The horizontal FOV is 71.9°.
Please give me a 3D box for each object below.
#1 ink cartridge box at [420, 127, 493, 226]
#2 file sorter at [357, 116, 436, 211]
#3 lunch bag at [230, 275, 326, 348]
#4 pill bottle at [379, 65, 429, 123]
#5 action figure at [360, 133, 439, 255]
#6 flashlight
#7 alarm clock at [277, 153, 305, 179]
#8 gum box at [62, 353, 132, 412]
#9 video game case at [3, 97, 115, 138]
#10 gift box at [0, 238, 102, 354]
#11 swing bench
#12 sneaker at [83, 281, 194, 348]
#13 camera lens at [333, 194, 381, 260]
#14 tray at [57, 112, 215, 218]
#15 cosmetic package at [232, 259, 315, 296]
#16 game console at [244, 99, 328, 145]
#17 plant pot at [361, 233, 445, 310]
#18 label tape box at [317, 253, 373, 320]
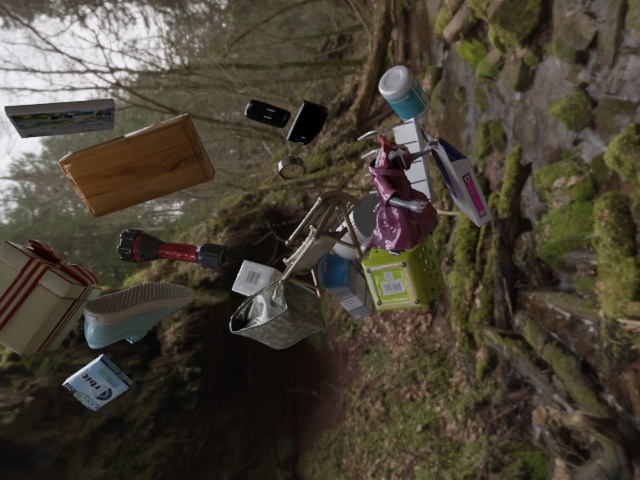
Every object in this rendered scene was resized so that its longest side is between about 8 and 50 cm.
[{"bbox_3d":[0.456,-0.220,1.477,0.371,0.069,0.176,49,-169,-36],"label":"ink cartridge box"},{"bbox_3d":[0.250,-0.248,1.505,0.193,0.172,0.278,-161,57,-79],"label":"file sorter"},{"bbox_3d":[-0.164,0.287,1.636,0.235,0.286,0.169,35,-148,-44],"label":"lunch bag"},{"bbox_3d":[0.372,-0.610,1.892,0.264,0.146,0.146,33,-138,-46],"label":"pill bottle"},{"bbox_3d":[0.222,-0.155,1.333,0.248,0.275,0.370,-57,-48,-39],"label":"action figure"},{"bbox_3d":[-0.443,0.032,1.331,0.103,0.303,0.103,-79,-5,-47],"label":"flashlight"},{"bbox_3d":[-0.135,-0.357,2.092,0.192,0.129,0.064,112,151,-64],"label":"alarm clock"},{"bbox_3d":[-0.827,0.532,1.640,0.157,0.184,0.041,53,-173,-18],"label":"gum box"},{"bbox_3d":[-0.926,-0.441,1.602,0.299,0.328,0.036,-6,97,64],"label":"video game case"},{"bbox_3d":[-0.826,0.151,1.287,0.258,0.255,0.276,-57,5,-11],"label":"gift box"},{"bbox_3d":[0.000,0.000,1.410,0.253,0.165,0.255,-51,26,41],"label":"swing bench"},{"bbox_3d":[-0.554,0.229,1.359,0.365,0.135,0.150,-9,-61,-55],"label":"sneaker"},{"bbox_3d":[0.169,-0.048,1.847,0.274,0.219,0.220,139,129,-64],"label":"camera lens"},{"bbox_3d":[-0.563,-0.226,1.375,0.076,0.410,0.203,-103,-6,-59],"label":"tray"},{"bbox_3d":[-0.205,0.233,2.041,0.365,0.196,0.155,39,-113,-51],"label":"cosmetic package"},{"bbox_3d":[-0.158,-0.562,2.009,0.213,0.360,0.044,-56,32,42],"label":"game console"},{"bbox_3d":[0.286,0.124,1.560,0.207,0.228,0.228,-32,-73,-55],"label":"plant pot"},{"bbox_3d":[0.131,0.192,2.151,0.334,0.105,0.241,48,-149,-29],"label":"label tape box"}]
